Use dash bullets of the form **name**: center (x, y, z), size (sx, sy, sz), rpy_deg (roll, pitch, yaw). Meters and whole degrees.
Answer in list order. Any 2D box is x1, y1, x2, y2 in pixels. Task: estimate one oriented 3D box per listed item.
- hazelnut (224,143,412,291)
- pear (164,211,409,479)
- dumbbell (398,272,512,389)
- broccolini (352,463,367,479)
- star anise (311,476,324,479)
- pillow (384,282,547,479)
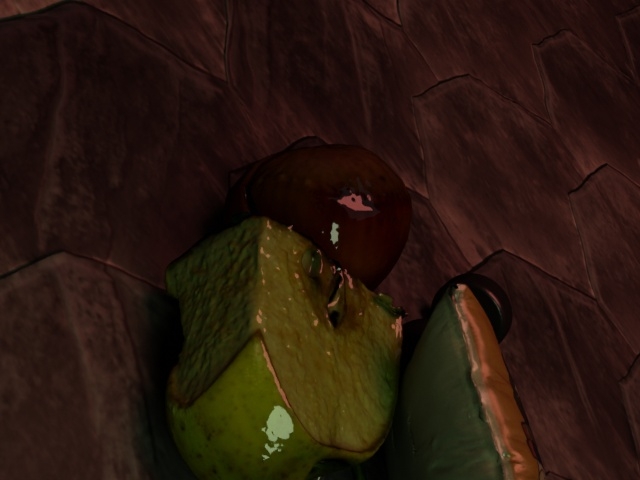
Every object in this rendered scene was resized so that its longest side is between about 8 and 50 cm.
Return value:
- **hazelnut**: center (0.000, 0.000, 1.387), size (0.208, 0.208, 0.208), rpy_deg (31, 38, -29)
- **pear**: center (-0.035, 0.140, 1.223), size (0.238, 0.164, 0.255), rpy_deg (36, 40, -39)
- **dumbbell**: center (0.151, 0.114, 1.520), size (0.100, 0.100, 0.191), rpy_deg (53, 33, 2)
- **broccolini**: center (0.034, 0.207, 1.364), size (0.035, 0.030, 0.140), rpy_deg (68, 9, -63)
- **star anise**: center (0.040, 0.346, 1.180), size (0.227, 0.148, 0.218), rpy_deg (28, 67, 11)
- **pillow**: center (0.138, 0.237, 1.249), size (0.119, 0.312, 0.310), rpy_deg (-8, 59, -14)
